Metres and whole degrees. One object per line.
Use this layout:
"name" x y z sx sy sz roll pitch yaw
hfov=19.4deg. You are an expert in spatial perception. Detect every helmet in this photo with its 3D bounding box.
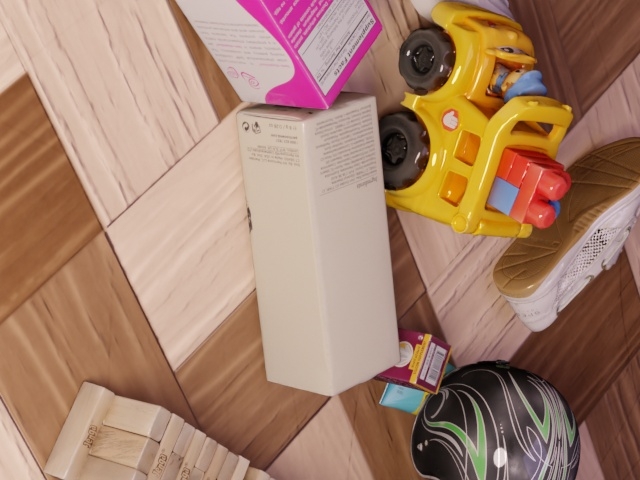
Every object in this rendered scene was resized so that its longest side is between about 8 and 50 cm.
"helmet" 0.190 0.217 1.937 0.169 0.161 0.169 -14 118 -28

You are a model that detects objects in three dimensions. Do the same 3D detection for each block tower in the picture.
"block tower" -0.100 0.241 1.718 0.335 0.097 0.091 37 69 -44

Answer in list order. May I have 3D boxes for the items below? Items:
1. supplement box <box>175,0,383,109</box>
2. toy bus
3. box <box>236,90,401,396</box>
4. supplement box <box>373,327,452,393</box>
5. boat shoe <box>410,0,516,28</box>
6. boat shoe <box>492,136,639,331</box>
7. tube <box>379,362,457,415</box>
"supplement box" -0.054 -0.232 1.667 0.114 0.111 0.220 -56 134 -27
"toy bus" 0.176 -0.105 1.860 0.149 0.211 0.220 5 108 -45
"box" 0.000 0.000 1.786 0.113 0.094 0.275 -21 113 -44
"supplement box" 0.085 0.120 1.912 0.043 0.083 0.055 29 75 -47
"boat shoe" 0.147 -0.258 1.934 0.184 0.066 0.063 24 45 -43
"boat shoe" 0.302 -0.007 2.132 0.277 0.098 0.096 -44 128 -23
"tube" 0.140 0.170 2.017 0.207 0.052 0.080 29 71 -42
